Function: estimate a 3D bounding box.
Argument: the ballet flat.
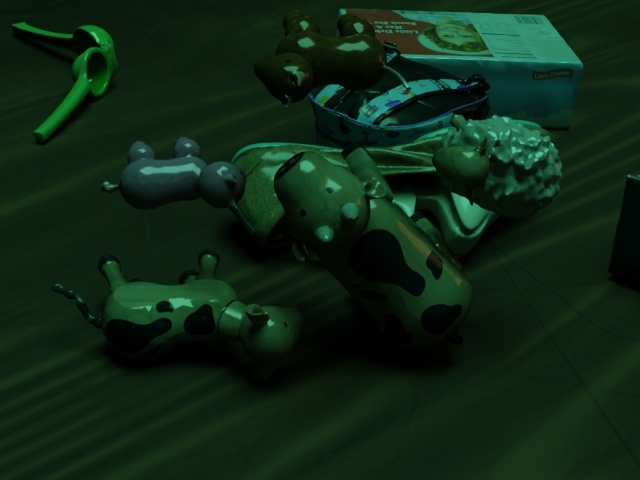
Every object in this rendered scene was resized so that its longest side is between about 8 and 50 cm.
[{"bbox_3d":[0.080,-0.039,1.350,0.342,0.116,0.124,-4,51,-18],"label":"ballet flat"}]

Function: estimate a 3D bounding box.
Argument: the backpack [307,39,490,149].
[{"bbox_3d":[0.071,-0.122,1.469,0.158,0.116,0.173,26,34,30],"label":"backpack"}]

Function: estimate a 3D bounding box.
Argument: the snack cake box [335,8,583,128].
[{"bbox_3d":[0.157,-0.204,1.665,0.264,0.089,0.152,1,32,-11],"label":"snack cake box"}]

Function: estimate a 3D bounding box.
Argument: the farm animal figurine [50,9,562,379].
[{"bbox_3d":[0.000,0.000,1.143,0.327,0.330,0.172,27,18,-25],"label":"farm animal figurine"}]

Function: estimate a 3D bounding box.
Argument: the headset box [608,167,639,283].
[{"bbox_3d":[0.430,-0.018,1.357,0.218,0.110,0.293,22,31,30],"label":"headset box"}]

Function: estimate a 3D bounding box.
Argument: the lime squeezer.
[{"bbox_3d":[-0.284,-0.201,1.597,0.110,0.058,0.310,-2,31,-16],"label":"lime squeezer"}]
